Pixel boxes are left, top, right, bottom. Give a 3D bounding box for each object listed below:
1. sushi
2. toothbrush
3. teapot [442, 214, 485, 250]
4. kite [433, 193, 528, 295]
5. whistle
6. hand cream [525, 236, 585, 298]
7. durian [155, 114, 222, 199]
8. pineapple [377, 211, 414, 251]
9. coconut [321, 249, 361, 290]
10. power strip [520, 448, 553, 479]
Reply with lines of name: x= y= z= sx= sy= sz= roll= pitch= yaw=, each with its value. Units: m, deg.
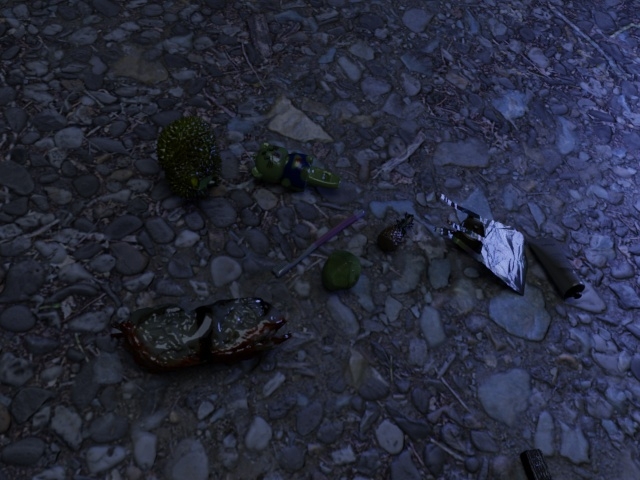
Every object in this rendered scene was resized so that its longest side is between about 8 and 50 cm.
sushi: x=-0.226 y=0.176 z=1.167 sx=0.331 sy=0.124 sz=0.130 roll=-8 pitch=67 yaw=-18
toothbrush: x=0.000 y=0.000 z=1.402 sx=0.286 sy=0.020 sz=0.025 roll=-35 pitch=61 yaw=-30
teapot: x=0.332 y=-0.021 z=1.447 sx=0.110 sy=0.080 sz=0.085 roll=0 pitch=55 yaw=-11
kite: x=0.377 y=-0.008 z=1.405 sx=0.309 sy=0.015 sz=0.170 roll=32 pitch=55 yaw=-25
whistle: x=-0.061 y=-0.168 z=1.470 sx=0.227 sy=0.085 sz=0.105 roll=16 pitch=62 yaw=0
hand cream: x=0.567 y=0.062 z=1.458 sx=0.087 sy=0.054 sz=0.186 roll=-4 pitch=49 yaw=-19
durian: x=-0.299 y=-0.185 z=1.396 sx=0.145 sy=0.159 sz=0.199 roll=-3 pitch=88 yaw=-2
pineapple: x=0.186 y=-0.022 z=1.437 sx=0.058 sy=0.058 sz=0.124 roll=41 pitch=52 yaw=18
coconut: x=0.046 y=0.065 z=1.320 sx=0.087 sy=0.096 sz=0.088 roll=9 pitch=65 yaw=-20
power strip: x=0.416 y=0.452 z=1.157 sx=0.037 sy=0.029 sz=0.111 roll=-4 pitch=56 yaw=-15
